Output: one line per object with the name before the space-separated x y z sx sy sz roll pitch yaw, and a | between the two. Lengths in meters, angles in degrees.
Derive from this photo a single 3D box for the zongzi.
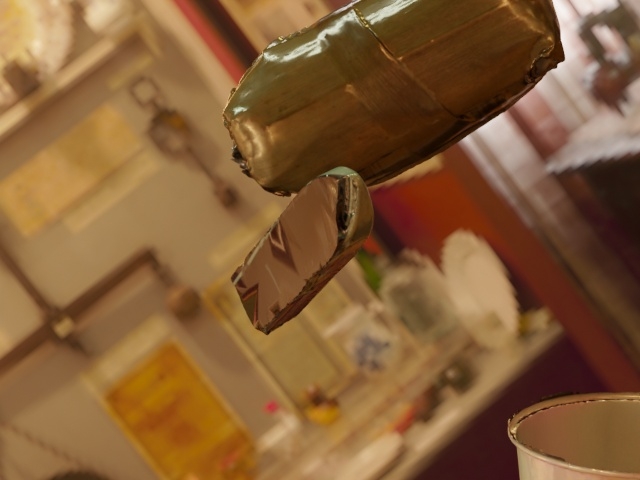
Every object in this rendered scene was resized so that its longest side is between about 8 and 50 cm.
zongzi | 0.060 -0.117 1.347 0.251 0.125 0.274 -26 0 10

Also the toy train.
toy train | -0.001 0.000 1.230 0.048 0.055 0.252 -23 -10 -24

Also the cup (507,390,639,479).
cup | 0.302 0.301 1.756 0.253 0.274 0.253 0 12 0
